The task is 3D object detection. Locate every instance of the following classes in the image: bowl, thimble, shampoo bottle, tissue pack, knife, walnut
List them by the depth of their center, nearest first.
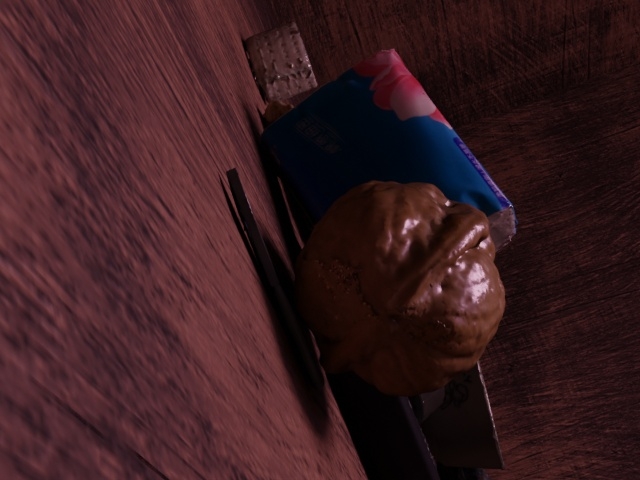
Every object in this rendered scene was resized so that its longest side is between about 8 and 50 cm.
[{"bbox_3d":[-0.036,0.038,0.697,0.028,0.015,0.210,-92,163,-66],"label":"knife"},{"bbox_3d":[0.072,0.040,0.772,0.245,0.198,0.198,-42,112,-74],"label":"walnut"},{"bbox_3d":[0.063,0.183,0.939,0.098,0.071,0.309,-107,174,-72],"label":"shampoo bottle"},{"bbox_3d":[0.073,-0.066,0.996,0.269,0.209,0.137,58,5,25],"label":"tissue pack"},{"bbox_3d":[0.168,0.208,1.125,0.211,0.112,0.211,-13,90,-83],"label":"bowl"},{"bbox_3d":[-0.064,-0.280,1.334,0.102,0.090,0.115,71,1,-46],"label":"thimble"}]

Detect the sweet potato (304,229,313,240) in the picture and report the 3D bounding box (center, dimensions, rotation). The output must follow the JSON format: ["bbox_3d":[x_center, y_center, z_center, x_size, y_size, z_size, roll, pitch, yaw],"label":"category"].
[{"bbox_3d":[0.048,0.114,1.120,0.072,0.066,0.314,44,-19,58],"label":"sweet potato"}]

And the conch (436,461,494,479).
[{"bbox_3d":[0.209,0.430,1.155,0.313,0.186,0.240,51,-24,44],"label":"conch"}]

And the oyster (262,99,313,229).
[{"bbox_3d":[0.018,-0.049,1.224,0.238,0.115,0.351,-75,141,-68],"label":"oyster"}]

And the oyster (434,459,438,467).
[{"bbox_3d":[0.228,0.505,1.373,0.271,0.101,0.275,-98,180,-62],"label":"oyster"}]

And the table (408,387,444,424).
[{"bbox_3d":[0.086,0.162,1.021,0.133,0.043,0.133,35,-36,31],"label":"table"}]
